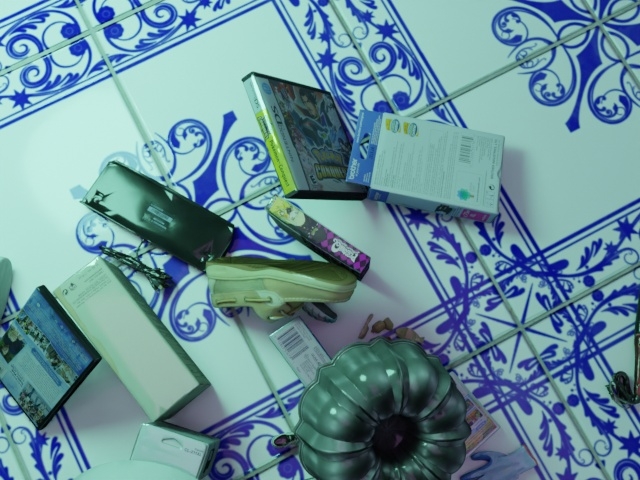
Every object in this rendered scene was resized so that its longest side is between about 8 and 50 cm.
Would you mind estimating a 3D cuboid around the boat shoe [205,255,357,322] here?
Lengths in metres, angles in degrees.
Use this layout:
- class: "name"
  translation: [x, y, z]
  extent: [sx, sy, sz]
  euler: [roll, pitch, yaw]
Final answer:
- class: "boat shoe"
  translation: [-0.075, 0.095, 1.399]
  extent: [0.341, 0.122, 0.110]
  euler: [4, 99, 39]

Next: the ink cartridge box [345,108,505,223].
- class: "ink cartridge box"
  translation: [0.214, -0.155, 1.524]
  extent: [0.311, 0.065, 0.185]
  euler: [12, 67, -2]

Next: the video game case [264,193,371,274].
- class: "video game case"
  translation: [0.000, 0.000, 1.421]
  extent: [0.210, 0.232, 0.041]
  euler: [34, 86, 7]

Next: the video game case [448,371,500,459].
- class: "video game case"
  translation: [0.248, 0.362, 1.457]
  extent: [0.157, 0.019, 0.143]
  euler: [-39, 82, -9]

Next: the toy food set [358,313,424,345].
- class: "toy food set"
  translation: [0.140, 0.200, 1.491]
  extent: [0.122, 0.019, 0.077]
  euler: [29, 80, -2]

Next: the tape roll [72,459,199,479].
- class: "tape roll"
  translation: [-0.312, 0.571, 1.297]
  extent: [0.392, 0.072, 0.391]
  euler: [2, 107, 7]

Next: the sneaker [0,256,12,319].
- class: "sneaker"
  translation: [-0.729, 0.154, 1.450]
  extent: [0.169, 0.108, 0.292]
  euler: [12, 71, 8]

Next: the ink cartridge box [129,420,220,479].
- class: "ink cartridge box"
  translation: [-0.265, 0.386, 1.368]
  extent: [0.128, 0.175, 0.072]
  euler: [17, 79, 3]

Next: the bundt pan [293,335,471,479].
- class: "bundt pan"
  translation: [0.125, 0.344, 1.328]
  extent: [0.331, 0.124, 0.330]
  euler: [-2, 96, -15]

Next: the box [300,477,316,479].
- class: "box"
  translation: [-0.004, 0.557, 1.405]
  extent: [0.114, 0.036, 0.206]
  euler: [-14, 79, -3]

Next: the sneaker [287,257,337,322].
- class: "sneaker"
  translation: [-0.024, 0.098, 1.490]
  extent: [0.166, 0.065, 0.076]
  euler: [39, 77, 6]

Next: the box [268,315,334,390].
- class: "box"
  translation: [-0.032, 0.219, 1.423]
  extent: [0.072, 0.137, 0.126]
  euler: [-35, 81, -8]

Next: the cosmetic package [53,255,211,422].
- class: "cosmetic package"
  translation: [-0.354, 0.190, 1.418]
  extent: [0.113, 0.160, 0.309]
  euler: [-38, 80, -7]

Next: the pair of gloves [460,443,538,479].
- class: "pair of gloves"
  translation: [0.367, 0.489, 1.429]
  extent: [0.159, 0.023, 0.198]
  euler: [-28, 80, -6]

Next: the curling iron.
- class: "curling iron"
  translation: [0.630, 0.200, 1.484]
  extent: [0.068, 0.035, 0.273]
  euler: [17, 79, 3]

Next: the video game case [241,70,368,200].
- class: "video game case"
  translation: [-0.020, -0.197, 1.459]
  extent: [0.035, 0.275, 0.248]
  euler: [-27, 77, 31]

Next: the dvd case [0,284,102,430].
- class: "dvd case"
  translation: [-0.528, 0.226, 1.403]
  extent: [0.180, 0.022, 0.253]
  euler: [49, 120, 8]

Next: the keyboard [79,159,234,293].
- class: "keyboard"
  translation: [-0.350, -0.017, 1.526]
  extent: [0.317, 0.033, 0.201]
  euler: [29, 73, 6]

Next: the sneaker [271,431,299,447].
- class: "sneaker"
  translation: [-0.054, 0.385, 1.440]
  extent: [0.083, 0.037, 0.031]
  euler: [-17, 77, -5]
